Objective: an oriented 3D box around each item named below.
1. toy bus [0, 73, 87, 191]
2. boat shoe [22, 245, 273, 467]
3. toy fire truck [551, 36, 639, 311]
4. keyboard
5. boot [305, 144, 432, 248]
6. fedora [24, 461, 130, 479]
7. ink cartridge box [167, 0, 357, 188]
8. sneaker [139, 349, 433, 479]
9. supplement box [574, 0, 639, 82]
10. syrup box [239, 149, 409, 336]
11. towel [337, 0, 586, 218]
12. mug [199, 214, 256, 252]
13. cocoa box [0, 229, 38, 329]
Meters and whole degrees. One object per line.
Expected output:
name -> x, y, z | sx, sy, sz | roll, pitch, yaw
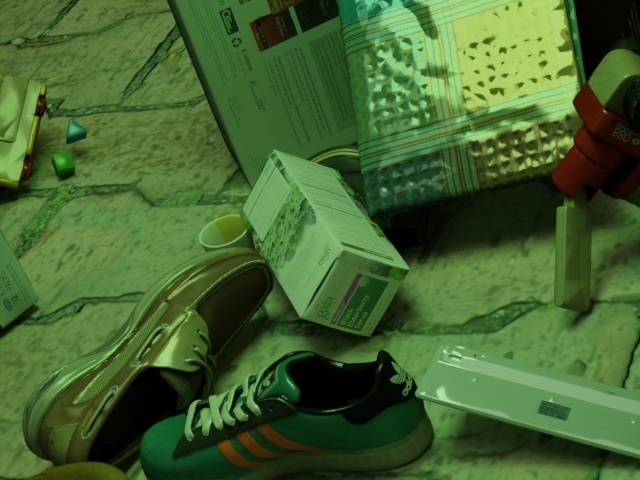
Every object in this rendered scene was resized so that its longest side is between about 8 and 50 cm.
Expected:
toy bus -> -0.454, -0.138, 2.101 | 0.202, 0.191, 0.104 | -33, -8, -18
boat shoe -> -0.162, 0.136, 1.562 | 0.324, 0.123, 0.116 | -43, 45, -19
toy fire truck -> 0.336, -0.047, 1.512 | 0.246, 0.217, 0.158 | -56, 25, 24
keyboard -> 0.219, 0.152, 1.358 | 0.256, 0.014, 0.072 | 13, 50, 19
boot -> 0.045, -0.044, 1.737 | 0.198, 0.077, 0.137 | -9, 45, 28
fedora -> -0.252, 0.297, 1.404 | 0.194, 0.079, 0.194 | -20, 31, 13
ink cartridge box -> -0.031, -0.266, 1.869 | 0.272, 0.309, 0.130 | -24, 34, -6
sneaker -> -0.048, 0.167, 1.439 | 0.302, 0.121, 0.108 | -11, 35, 14
supplement box -> 0.323, -0.259, 1.773 | 0.194, 0.191, 0.129 | -28, 35, -9
syrup box -> 0.000, 0.000, 1.635 | 0.093, 0.096, 0.237 | -61, 33, 19
towel -> 0.157, -0.224, 1.655 | 0.272, 0.040, 0.370 | -13, 71, 18
mug -> -0.098, 0.009, 1.739 | 0.078, 0.064, 0.062 | -29, 34, -13
cocoa box -> -0.568, 0.012, 1.837 | 0.228, 0.231, 0.347 | -40, 37, -24
